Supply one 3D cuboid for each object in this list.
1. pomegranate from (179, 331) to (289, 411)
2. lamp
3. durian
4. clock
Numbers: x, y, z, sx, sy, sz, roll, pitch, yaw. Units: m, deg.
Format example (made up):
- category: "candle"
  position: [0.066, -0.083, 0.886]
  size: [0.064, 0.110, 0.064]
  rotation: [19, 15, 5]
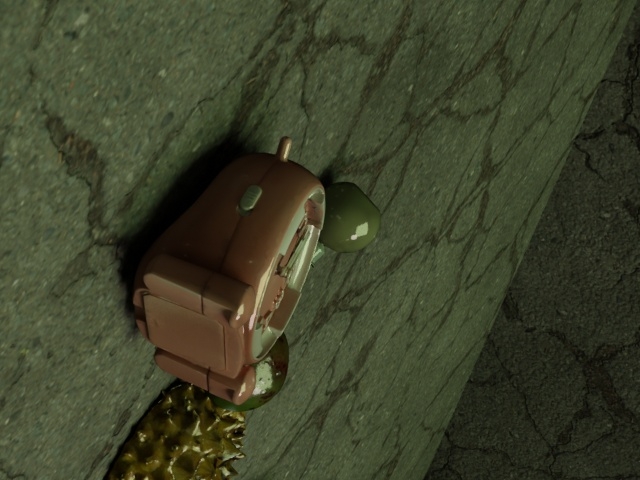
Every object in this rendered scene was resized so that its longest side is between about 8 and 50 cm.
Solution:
- category: "pomegranate"
  position: [-0.097, 0.142, 1.640]
  size: [0.130, 0.130, 0.130]
  rotation: [-50, 162, -24]
- category: "lamp"
  position: [0.000, 0.000, 1.744]
  size: [0.163, 0.091, 0.091]
  rotation: [-43, 162, -1]
- category: "durian"
  position: [-0.188, 0.314, 1.698]
  size: [0.341, 0.112, 0.191]
  rotation: [-59, 164, 2]
- category: "clock"
  position: [-0.087, 0.011, 1.438]
  size: [0.241, 0.142, 0.227]
  rotation: [-60, 167, -29]
